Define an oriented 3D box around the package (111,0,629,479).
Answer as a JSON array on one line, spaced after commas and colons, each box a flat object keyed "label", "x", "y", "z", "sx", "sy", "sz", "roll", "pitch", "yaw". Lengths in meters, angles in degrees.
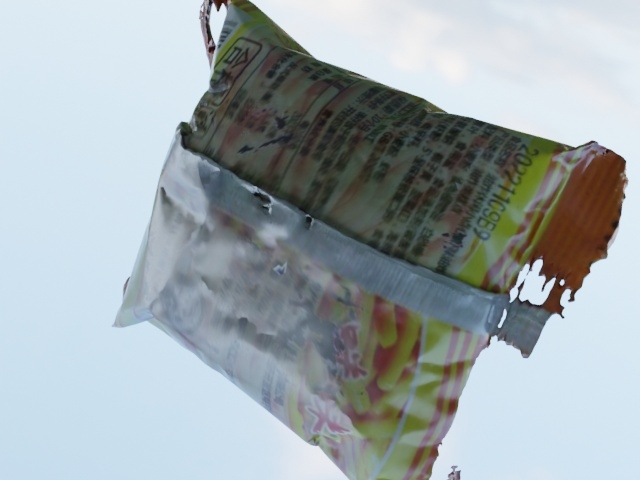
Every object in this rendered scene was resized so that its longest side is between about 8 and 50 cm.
[{"label": "package", "x": -0.002, "y": 0.007, "z": 0.875, "sx": 0.288, "sy": 0.223, "sz": 0.108, "roll": 28, "pitch": -168, "yaw": 36}]
